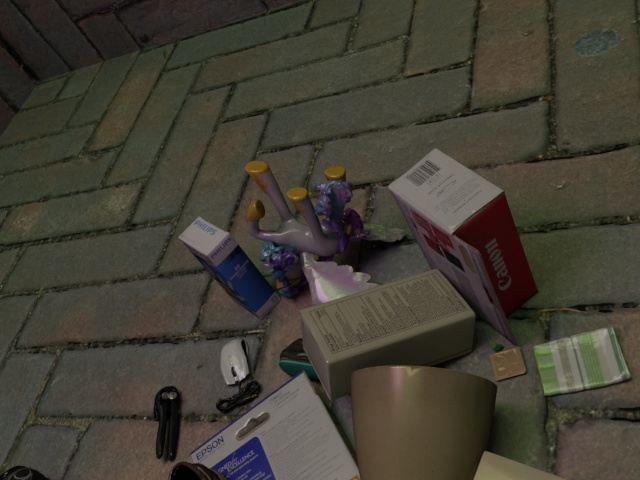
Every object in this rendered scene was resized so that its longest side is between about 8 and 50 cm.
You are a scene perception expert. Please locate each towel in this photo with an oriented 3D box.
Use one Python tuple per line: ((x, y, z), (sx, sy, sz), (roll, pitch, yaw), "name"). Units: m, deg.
((0.472, 0.219, 1.242), (0.152, 0.023, 0.113), (-17, 43, 18), "towel")

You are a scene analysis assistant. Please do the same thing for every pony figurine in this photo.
((0.000, 0.000, 1.553), (0.351, 0.363, 0.303), (5, 45, 16), "pony figurine")

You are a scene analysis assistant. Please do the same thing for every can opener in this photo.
((-0.349, 0.415, 1.559), (0.059, 0.073, 0.186), (2, 43, -18), "can opener")

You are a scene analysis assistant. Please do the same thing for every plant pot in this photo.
((0.164, 0.375, 1.151), (0.256, 0.256, 0.274), (-5, 65, 28), "plant pot")

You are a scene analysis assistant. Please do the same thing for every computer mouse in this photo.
((-0.201, 0.296, 1.576), (0.106, 0.042, 0.193), (-28, 42, 8), "computer mouse")

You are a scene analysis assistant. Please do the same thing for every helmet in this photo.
((-0.672, 0.598, 1.500), (0.169, 0.169, 0.161), (-3, 34, 30), "helmet")

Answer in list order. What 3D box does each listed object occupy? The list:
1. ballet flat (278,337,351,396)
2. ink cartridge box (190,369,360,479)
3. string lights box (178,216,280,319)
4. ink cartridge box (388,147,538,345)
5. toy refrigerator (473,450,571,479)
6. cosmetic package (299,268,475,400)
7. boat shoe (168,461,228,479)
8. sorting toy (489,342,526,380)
((0.031, 0.259, 1.432), (0.280, 0.095, 0.096), (12, 50, 39), "ballet flat")
((-0.082, 0.458, 1.334), (0.303, 0.072, 0.307), (-36, 40, 1), "ink cartridge box")
((-0.214, 0.067, 1.635), (0.077, 0.260, 0.133), (-48, 43, -16), "string lights box")
((0.303, 0.016, 1.324), (0.130, 0.309, 0.272), (-39, 43, -6), "ink cartridge box")
((0.374, 0.417, 1.041), (0.269, 0.102, 0.094), (10, 58, 32), "toy refrigerator")
((0.130, 0.179, 1.346), (0.309, 0.113, 0.160), (-16, 39, -13), "cosmetic package")
((-0.191, 0.533, 1.192), (0.132, 0.130, 0.355), (-43, 42, -5), "boat shoe")
((0.358, 0.227, 1.314), (0.062, 0.012, 0.083), (-23, 46, 19), "sorting toy")
